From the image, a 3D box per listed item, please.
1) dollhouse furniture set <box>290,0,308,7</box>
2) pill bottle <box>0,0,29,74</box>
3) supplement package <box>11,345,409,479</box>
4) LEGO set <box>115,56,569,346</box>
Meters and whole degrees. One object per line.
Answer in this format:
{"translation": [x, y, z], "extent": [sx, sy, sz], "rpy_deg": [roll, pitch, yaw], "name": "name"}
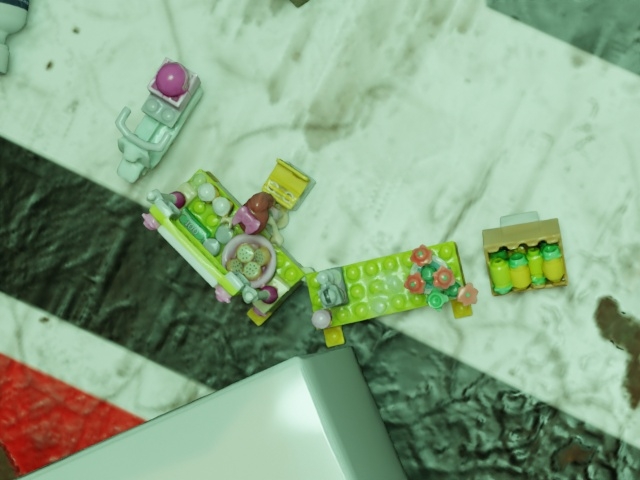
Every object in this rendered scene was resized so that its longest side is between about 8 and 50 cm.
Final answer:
{"translation": [-0.025, -0.257, 0.938], "extent": [0.129, 0.129, 0.184], "rpy_deg": [-35, 84, 6], "name": "dollhouse furniture set"}
{"translation": [-0.213, -0.166, 0.995], "extent": [0.067, 0.067, 0.120], "rpy_deg": [7, 89, 9], "name": "pill bottle"}
{"translation": [-0.074, 0.202, 0.899], "extent": [0.262, 0.198, 0.199], "rpy_deg": [-24, 85, 7], "name": "supplement package"}
{"translation": [0.000, 0.000, 0.939], "extent": [0.287, 0.107, 0.132], "rpy_deg": [23, 92, 8], "name": "LEGO set"}
